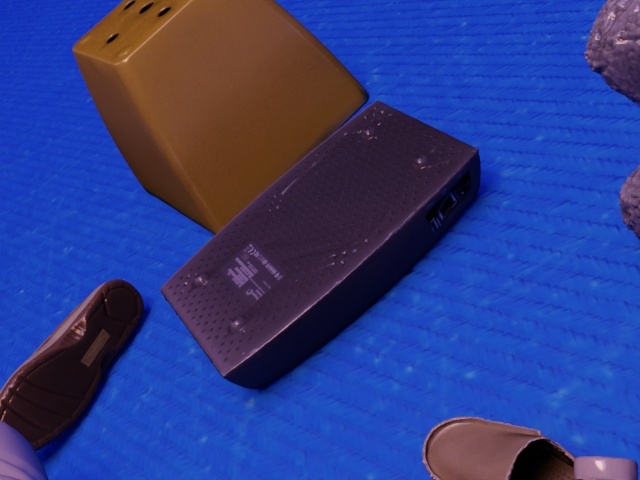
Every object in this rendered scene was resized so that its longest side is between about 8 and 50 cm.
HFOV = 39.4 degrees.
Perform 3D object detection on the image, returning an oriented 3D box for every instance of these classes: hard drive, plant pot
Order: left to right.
[{"bbox_3d":[-0.121,-0.163,0.907,0.212,0.187,0.212,-46,36,-12],"label":"plant pot"},{"bbox_3d":[0.000,0.000,0.728,0.255,0.054,0.172,-42,35,-6],"label":"hard drive"}]

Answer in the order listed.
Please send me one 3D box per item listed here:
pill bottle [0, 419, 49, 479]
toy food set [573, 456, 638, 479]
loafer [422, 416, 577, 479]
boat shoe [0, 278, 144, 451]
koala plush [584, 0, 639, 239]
[{"bbox_3d":[-0.202,0.257,0.477,0.204,0.204,0.361,-41,36,-5],"label":"pill bottle"},{"bbox_3d":[0.120,0.141,0.380,0.232,0.111,0.104,-7,70,32],"label":"toy food set"},{"bbox_3d":[0.111,0.127,0.487,0.148,0.050,0.056,12,57,48],"label":"loafer"},{"bbox_3d":[-0.233,0.116,0.802,0.072,0.068,0.190,-15,29,48],"label":"boat shoe"},{"bbox_3d":[0.292,-0.112,0.502,0.203,0.196,0.221,14,58,35],"label":"koala plush"}]
